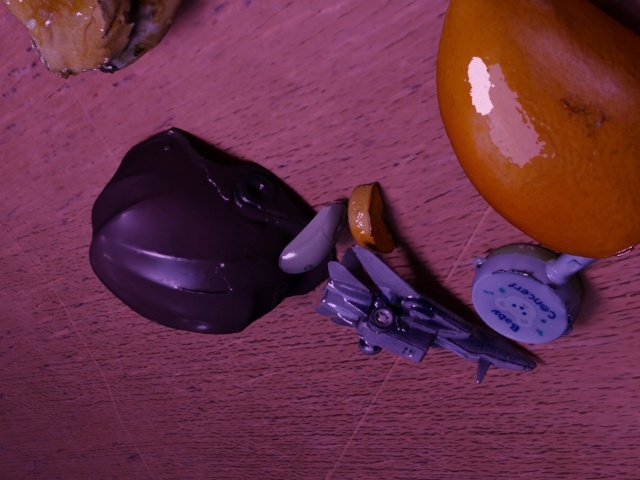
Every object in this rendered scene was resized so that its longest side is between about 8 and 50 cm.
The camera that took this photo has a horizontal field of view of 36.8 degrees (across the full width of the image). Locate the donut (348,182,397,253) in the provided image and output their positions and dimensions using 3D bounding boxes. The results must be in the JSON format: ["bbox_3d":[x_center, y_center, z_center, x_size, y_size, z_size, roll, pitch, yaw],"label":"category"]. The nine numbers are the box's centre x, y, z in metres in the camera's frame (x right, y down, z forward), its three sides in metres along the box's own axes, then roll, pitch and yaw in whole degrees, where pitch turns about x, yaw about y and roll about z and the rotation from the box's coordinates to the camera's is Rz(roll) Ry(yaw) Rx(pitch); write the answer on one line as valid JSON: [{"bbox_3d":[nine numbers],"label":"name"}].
[{"bbox_3d":[0.058,-0.021,1.087,0.037,0.067,0.083,0,164,28],"label":"donut"}]

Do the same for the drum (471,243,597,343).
[{"bbox_3d":[0.261,0.040,0.982,0.130,0.049,0.253,47,141,-15],"label":"drum"}]

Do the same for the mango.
[{"bbox_3d":[0.191,-0.106,0.802,0.257,0.138,0.187,37,132,-14],"label":"mango"}]

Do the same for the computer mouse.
[{"bbox_3d":[0.000,0.000,1.101,0.032,0.110,0.056,43,-177,26],"label":"computer mouse"}]

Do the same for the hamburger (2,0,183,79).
[{"bbox_3d":[-0.242,-0.301,0.914,0.211,0.132,0.309,-4,129,40],"label":"hamburger"}]

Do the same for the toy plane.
[{"bbox_3d":[0.122,0.109,1.132,0.267,0.088,0.212,28,152,7],"label":"toy plane"}]

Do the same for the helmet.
[{"bbox_3d":[-0.150,0.018,1.169,0.305,0.177,0.225,28,141,10],"label":"helmet"}]
